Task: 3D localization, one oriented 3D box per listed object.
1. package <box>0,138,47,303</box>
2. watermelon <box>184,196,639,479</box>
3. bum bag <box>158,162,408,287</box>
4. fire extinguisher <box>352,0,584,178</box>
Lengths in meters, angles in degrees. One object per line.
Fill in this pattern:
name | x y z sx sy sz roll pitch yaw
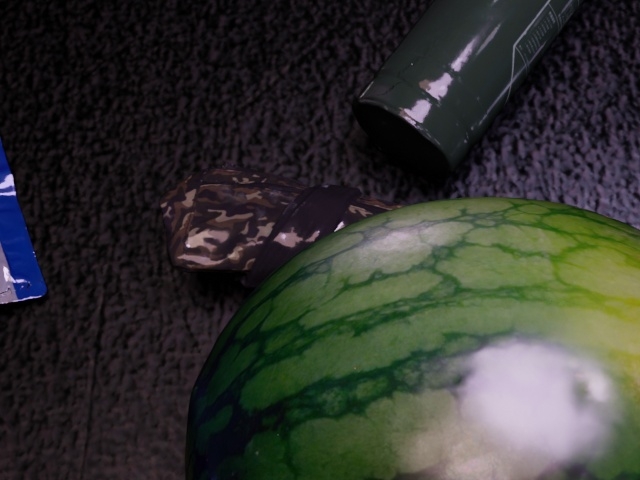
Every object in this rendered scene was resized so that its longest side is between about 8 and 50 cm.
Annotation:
package | -0.311 -0.016 0.939 0.173 0.027 0.171 -13 67 -24
watermelon | 0.095 0.141 0.719 0.363 0.363 0.363 -1 70 3
bum bag | 0.000 0.000 0.914 0.248 0.069 0.102 9 35 8
fire extinguisher | 0.147 -0.192 0.967 0.095 0.114 0.311 44 76 -23
